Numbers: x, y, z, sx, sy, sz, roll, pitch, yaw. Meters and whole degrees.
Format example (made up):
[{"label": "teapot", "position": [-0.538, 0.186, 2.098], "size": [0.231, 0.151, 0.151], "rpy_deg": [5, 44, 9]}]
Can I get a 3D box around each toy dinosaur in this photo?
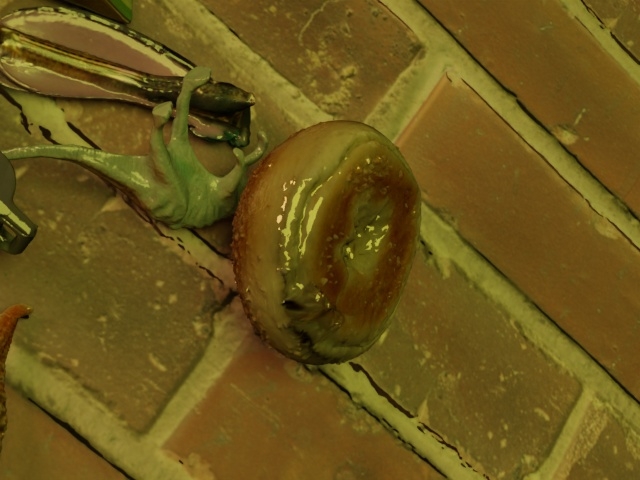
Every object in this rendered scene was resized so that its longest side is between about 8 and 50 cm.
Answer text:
[{"label": "toy dinosaur", "position": [-0.193, -0.096, 1.266], "size": [0.393, 0.092, 0.205], "rpy_deg": [-10, 128, -27]}]

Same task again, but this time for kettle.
[{"label": "kettle", "position": [-0.383, -0.037, 1.151], "size": [0.098, 0.148, 0.127], "rpy_deg": [-17, 87, -30]}]

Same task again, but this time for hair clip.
[{"label": "hair clip", "position": [-0.244, -0.211, 1.316], "size": [0.359, 0.095, 0.110], "rpy_deg": [15, 101, -15]}]

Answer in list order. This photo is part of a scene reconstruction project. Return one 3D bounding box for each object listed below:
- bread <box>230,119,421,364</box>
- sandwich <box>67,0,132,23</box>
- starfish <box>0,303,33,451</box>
[{"label": "bread", "position": [0.000, 0.000, 1.304], "size": [0.305, 0.159, 0.305], "rpy_deg": [-20, 116, -51]}, {"label": "sandwich", "position": [-0.298, -0.320, 1.329], "size": [0.116, 0.074, 0.074], "rpy_deg": [46, 36, -46]}, {"label": "starfish", "position": [-0.415, 0.251, 1.093], "size": [0.398, 0.132, 0.384], "rpy_deg": [1, 74, -30]}]
